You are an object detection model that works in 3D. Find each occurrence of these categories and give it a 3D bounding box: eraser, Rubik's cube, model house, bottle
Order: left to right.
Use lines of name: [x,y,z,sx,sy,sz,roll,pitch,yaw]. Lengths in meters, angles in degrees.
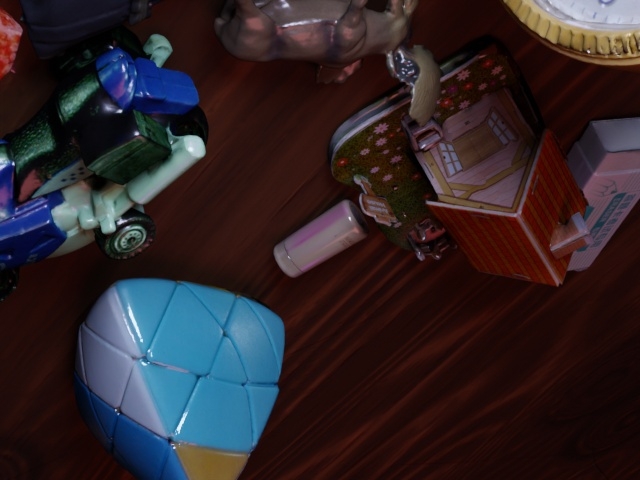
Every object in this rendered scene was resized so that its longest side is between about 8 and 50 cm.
Rubik's cube: [-0.147,0.145,1.315,0.254,0.254,0.254,-18,149,-11]
bottle: [0.000,0.000,1.363,0.096,0.045,0.045,-33,149,15]
model house: [0.156,-0.032,1.319,0.207,0.154,0.294,-31,150,8]
eraser: [0.304,-0.046,1.498,0.095,0.052,0.225,-6,146,-24]

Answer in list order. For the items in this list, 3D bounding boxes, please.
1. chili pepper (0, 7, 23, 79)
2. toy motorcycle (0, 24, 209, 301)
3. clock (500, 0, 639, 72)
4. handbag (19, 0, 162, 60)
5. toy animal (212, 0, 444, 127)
chili pepper: [-0.320,-0.156,0.845,0.144,0.136,0.253,-6,152,34]
toy motorcycle: [-0.242,-0.041,1.064,0.331,0.125,0.196,-33,150,22]
clock: [0.205,-0.254,0.857,0.200,0.317,0.244,-1,142,-45]
handbag: [-0.110,-0.236,0.883,0.254,0.088,0.211,-24,144,-5]
toy animal: [0.015,-0.172,1.080,0.214,0.093,0.186,-4,140,-19]
